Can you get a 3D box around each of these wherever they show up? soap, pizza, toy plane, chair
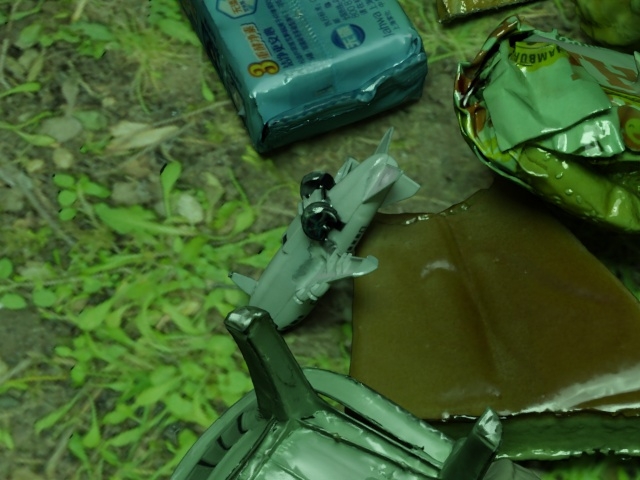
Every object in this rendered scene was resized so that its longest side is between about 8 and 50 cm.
[{"bbox_3d":[-0.029,-0.195,1.256,0.156,0.077,0.293,-19,57,-10],"label":"soap"},{"bbox_3d":[0.143,-0.215,1.293,0.109,0.026,0.123,21,69,-11],"label":"pizza"},{"bbox_3d":[0.000,0.000,1.091,0.171,0.065,0.162,-44,21,17],"label":"toy plane"},{"bbox_3d":[-0.023,0.154,0.912,0.190,0.274,0.203,34,76,13],"label":"chair"}]

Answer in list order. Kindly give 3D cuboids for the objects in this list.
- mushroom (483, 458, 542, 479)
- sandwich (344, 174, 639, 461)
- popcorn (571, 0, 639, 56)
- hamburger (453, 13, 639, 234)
[{"bbox_3d":[0.101,0.259,0.898,0.128,0.128,0.350,0,33,1],"label":"mushroom"},{"bbox_3d":[0.142,0.044,1.078,0.245,0.063,0.212,-3,55,9],"label":"sandwich"},{"bbox_3d":[0.292,-0.211,1.204,0.218,0.189,0.169,-8,49,3],"label":"popcorn"},{"bbox_3d":[0.203,-0.067,1.097,0.235,0.125,0.214,32,20,4],"label":"hamburger"}]
